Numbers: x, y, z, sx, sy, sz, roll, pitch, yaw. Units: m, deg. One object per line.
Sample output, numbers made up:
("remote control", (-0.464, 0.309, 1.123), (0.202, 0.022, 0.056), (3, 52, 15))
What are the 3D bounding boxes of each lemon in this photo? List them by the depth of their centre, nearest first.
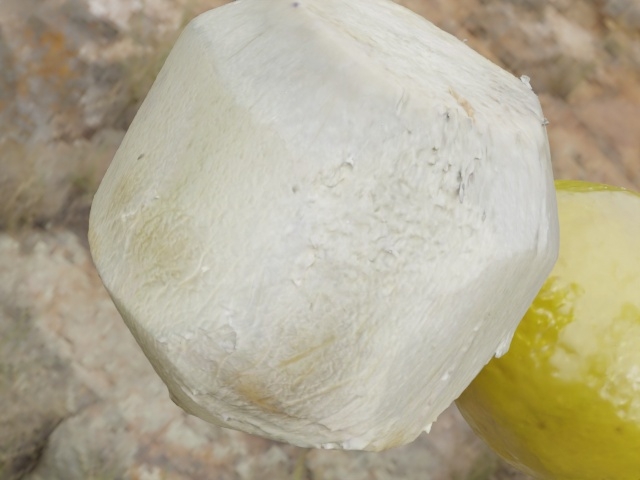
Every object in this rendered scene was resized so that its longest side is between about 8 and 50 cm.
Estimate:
("lemon", (0.208, 0.077, 1.191), (0.263, 0.236, 0.236), (64, 16, -45))

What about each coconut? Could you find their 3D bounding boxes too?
("coconut", (0.000, 0.000, 0.877), (0.245, 0.247, 0.245), (25, 21, -10))
